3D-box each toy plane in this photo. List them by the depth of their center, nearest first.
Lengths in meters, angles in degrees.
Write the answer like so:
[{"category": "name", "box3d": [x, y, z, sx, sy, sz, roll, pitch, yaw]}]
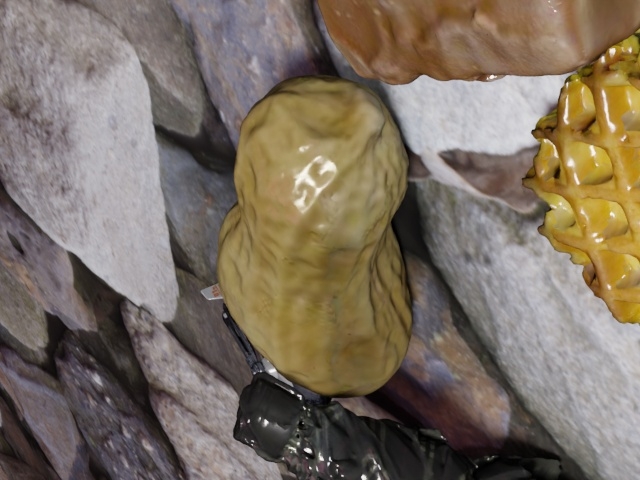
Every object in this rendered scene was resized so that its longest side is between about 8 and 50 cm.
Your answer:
[{"category": "toy plane", "box3d": [-0.039, 0.098, 1.313, 0.197, 0.078, 0.053, 54, 157, 32]}]

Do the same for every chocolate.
[{"category": "chocolate", "box3d": [0.110, -0.149, 0.757, 0.214, 0.148, 0.093, 13, 137, 53]}]

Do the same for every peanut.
[{"category": "peanut", "box3d": [-0.009, 0.002, 1.078, 0.159, 0.143, 0.291, 0, 134, 7]}]

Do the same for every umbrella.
[{"category": "umbrella", "box3d": [0.079, 0.223, 1.093, 0.336, 0.154, 0.128, 17, 158, -9]}]

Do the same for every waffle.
[{"category": "waffle", "box3d": [0.232, -0.021, 0.815, 0.243, 0.058, 0.238, 41, 146, 18]}]
